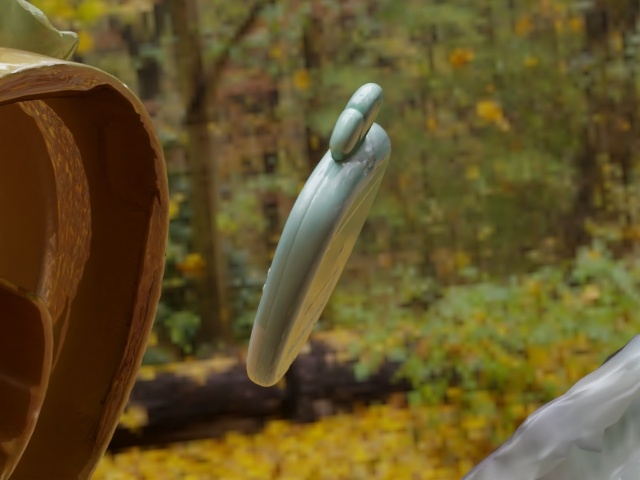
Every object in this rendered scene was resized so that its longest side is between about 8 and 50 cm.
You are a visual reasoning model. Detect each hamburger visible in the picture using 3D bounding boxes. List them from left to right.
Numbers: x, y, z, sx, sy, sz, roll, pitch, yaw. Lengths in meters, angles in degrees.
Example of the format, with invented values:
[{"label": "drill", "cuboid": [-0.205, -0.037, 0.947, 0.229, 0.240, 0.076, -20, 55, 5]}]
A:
[{"label": "hamburger", "cuboid": [-0.200, 0.019, 0.581, 0.212, 0.274, 0.274, 22, 11, 19]}]

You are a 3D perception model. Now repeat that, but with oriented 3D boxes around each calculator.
[{"label": "calculator", "cuboid": [0.000, 0.000, 0.793, 0.021, 0.153, 0.095, 27, 37, 7]}]

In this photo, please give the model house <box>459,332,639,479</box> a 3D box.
[{"label": "model house", "cuboid": [0.147, 0.138, 0.324, 0.298, 0.284, 0.243, -6, -39, 46]}]
